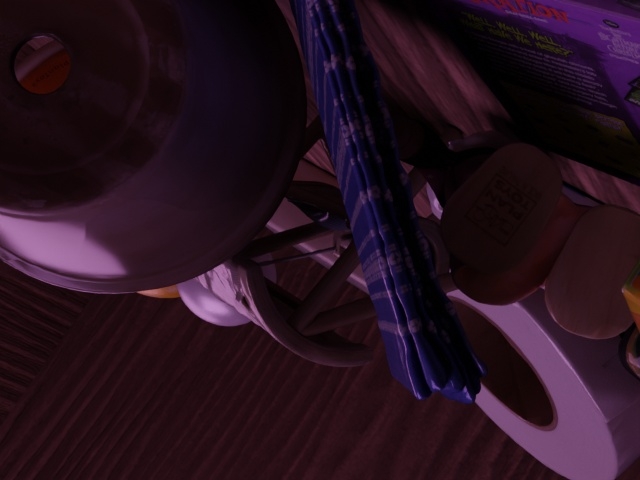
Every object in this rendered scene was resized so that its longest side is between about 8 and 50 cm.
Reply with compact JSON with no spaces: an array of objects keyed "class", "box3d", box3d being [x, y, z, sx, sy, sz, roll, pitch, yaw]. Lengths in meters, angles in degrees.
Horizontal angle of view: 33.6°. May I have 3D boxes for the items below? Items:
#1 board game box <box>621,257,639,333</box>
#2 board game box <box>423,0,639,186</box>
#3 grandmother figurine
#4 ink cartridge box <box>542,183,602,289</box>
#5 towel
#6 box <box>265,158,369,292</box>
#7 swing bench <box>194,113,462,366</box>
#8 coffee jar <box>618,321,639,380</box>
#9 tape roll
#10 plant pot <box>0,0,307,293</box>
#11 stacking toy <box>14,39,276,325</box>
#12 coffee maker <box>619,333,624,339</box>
[{"class":"board game box","box3d":[0.186,0.016,0.442,0.039,0.124,0.259,31,174,28]},{"class":"board game box","box3d":[0.210,-0.062,0.523,0.347,0.056,0.208,30,178,42]},{"class":"grandmother figurine","box3d":[0.123,-0.025,0.744,0.208,0.104,0.342,41,-173,-2]},{"class":"ink cartridge box","box3d":[0.229,0.009,0.976,0.104,0.060,0.180,32,175,23]},{"class":"towel","box3d":[0.027,-0.065,0.666,0.243,0.040,0.335,93,161,-85]},{"class":"box","box3d":[0.059,0.001,1.670,0.311,0.121,0.148,32,174,31]},{"class":"swing bench","box3d":[0.000,0.000,1.065,0.253,0.255,0.165,28,148,59]},{"class":"coffee jar","box3d":[0.364,0.116,1.020,0.096,0.079,0.184,35,176,-6]},{"class":"tape roll","box3d":[0.239,0.130,1.295,0.392,0.072,0.392,49,165,18]},{"class":"plant pot","box3d":[-0.172,-0.114,0.779,0.323,0.323,0.280,35,-179,0]},{"class":"stacking toy","box3d":[-0.211,-0.036,1.362,0.351,0.350,0.480,39,-176,-45]},{"class":"coffee maker","box3d":[0.398,0.193,1.300,0.171,0.120,0.178,40,172,-41]}]
